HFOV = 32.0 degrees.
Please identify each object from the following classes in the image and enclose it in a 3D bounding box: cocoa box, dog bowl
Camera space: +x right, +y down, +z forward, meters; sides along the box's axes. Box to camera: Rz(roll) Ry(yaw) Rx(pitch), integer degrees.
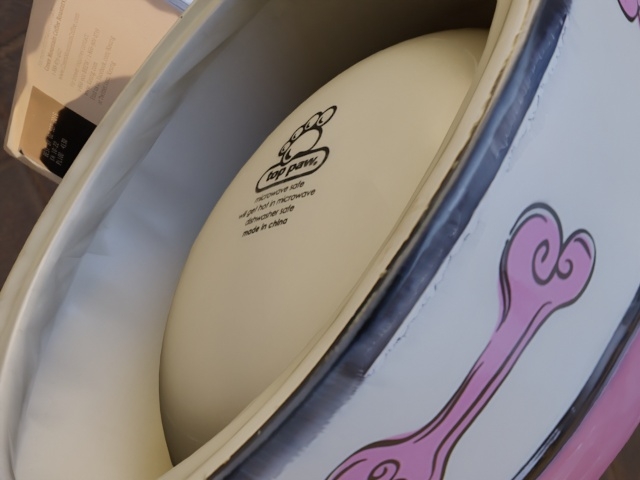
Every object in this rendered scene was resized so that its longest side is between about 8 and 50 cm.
[{"bbox_3d":[-0.117,-0.185,1.016,0.231,0.347,0.228,32,57,-5],"label":"cocoa box"},{"bbox_3d":[0.000,0.000,0.531,0.150,0.408,0.408,35,104,-25],"label":"dog bowl"}]
